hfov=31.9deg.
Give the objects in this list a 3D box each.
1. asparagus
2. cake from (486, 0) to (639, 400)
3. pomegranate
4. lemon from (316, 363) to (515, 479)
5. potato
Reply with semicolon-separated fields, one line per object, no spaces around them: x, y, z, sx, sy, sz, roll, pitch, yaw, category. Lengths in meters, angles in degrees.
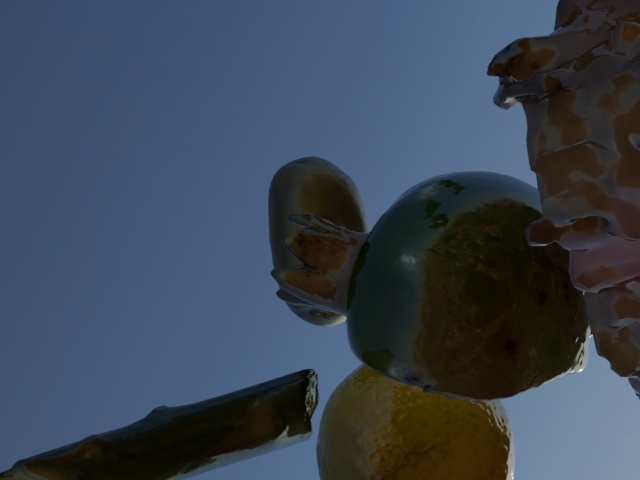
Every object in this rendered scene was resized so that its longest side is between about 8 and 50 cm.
-0.140;0.200;1.101;0.343;0.085;0.082;-13;-40;-26;asparagus
0.303;-0.039;0.565;0.293;0.314;0.307;-53;-54;-41;cake
0.129;0.023;1.209;0.310;0.358;0.216;-32;-42;-69;pomegranate
0.125;0.283;1.498;0.293;0.293;0.293;0;-91;-38;lemon
0.000;0.000;1.625;0.197;0.148;0.228;87;-179;-49;potato
